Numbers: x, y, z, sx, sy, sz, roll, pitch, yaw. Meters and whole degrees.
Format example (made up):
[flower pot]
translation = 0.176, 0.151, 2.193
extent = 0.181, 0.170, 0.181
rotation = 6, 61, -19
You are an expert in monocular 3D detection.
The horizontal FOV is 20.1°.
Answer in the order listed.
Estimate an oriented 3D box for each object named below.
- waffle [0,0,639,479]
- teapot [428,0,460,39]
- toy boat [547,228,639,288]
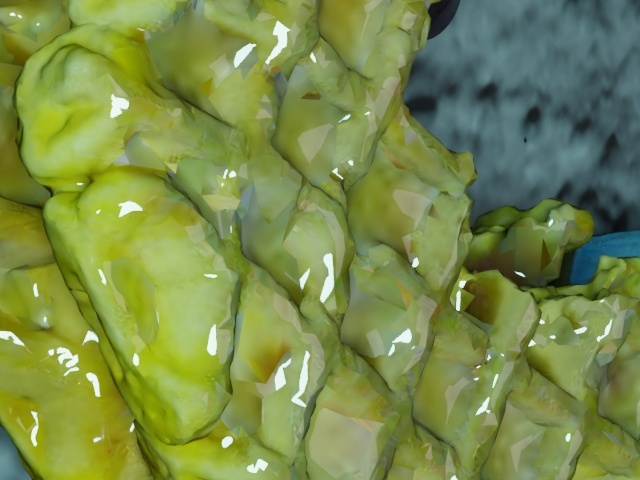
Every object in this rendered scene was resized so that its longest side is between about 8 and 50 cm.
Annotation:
[waffle]
translation = 0.000, 0.000, 0.644
extent = 0.261, 0.151, 0.324
rotation = -47, 118, -28
[teapot]
translation = 0.036, -0.119, 0.758
extent = 0.068, 0.045, 0.100
rotation = 19, 80, -48
[toy boat]
translation = 0.171, 0.031, 0.896
extent = 0.185, 0.075, 0.077
rotation = -7, 90, -44
